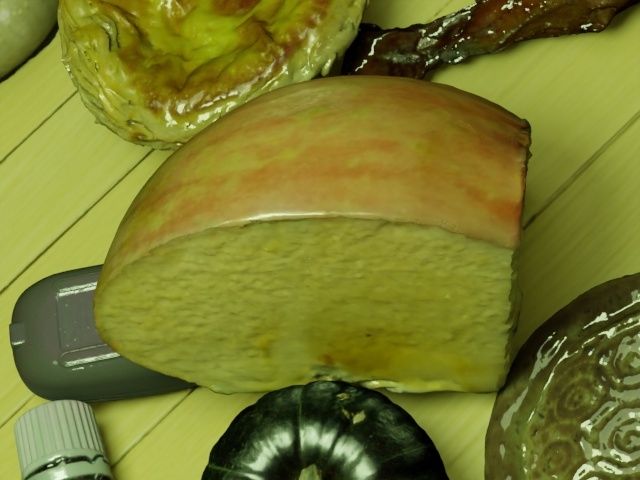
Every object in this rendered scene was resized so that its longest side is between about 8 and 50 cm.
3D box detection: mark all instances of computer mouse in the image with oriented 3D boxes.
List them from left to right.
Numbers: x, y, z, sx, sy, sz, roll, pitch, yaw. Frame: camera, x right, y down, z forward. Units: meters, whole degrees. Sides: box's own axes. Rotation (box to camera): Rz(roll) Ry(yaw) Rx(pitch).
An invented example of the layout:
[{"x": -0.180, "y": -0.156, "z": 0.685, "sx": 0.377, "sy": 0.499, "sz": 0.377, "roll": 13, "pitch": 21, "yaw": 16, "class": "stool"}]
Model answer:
[{"x": -0.134, "y": 0.065, "z": 1.538, "sx": 0.232, "sy": 0.057, "sz": 0.120, "roll": -13, "pitch": 61, "yaw": 3, "class": "computer mouse"}]

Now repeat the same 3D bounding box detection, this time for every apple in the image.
[{"x": 0.000, "y": 0.000, "z": 1.416, "sx": 0.309, "sy": 0.314, "sz": 0.252, "roll": 6, "pitch": 102, "yaw": 5, "class": "apple"}]

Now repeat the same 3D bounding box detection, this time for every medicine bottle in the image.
[{"x": -0.186, "y": 0.224, "z": 1.469, "sx": 0.083, "sy": 0.083, "sz": 0.203, "roll": -21, "pitch": 60, "yaw": 7, "class": "medicine bottle"}]

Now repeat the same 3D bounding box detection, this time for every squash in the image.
[{"x": 0.005, "y": 0.197, "z": 1.381, "sx": 0.193, "sy": 0.156, "sz": 0.193, "roll": 2, "pitch": 100, "yaw": 9, "class": "squash"}]

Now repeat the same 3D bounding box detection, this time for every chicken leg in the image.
[{"x": 0.147, "y": -0.188, "z": 1.557, "sx": 0.304, "sy": 0.093, "sz": 0.113, "roll": -27, "pitch": 72, "yaw": 9, "class": "chicken leg"}]

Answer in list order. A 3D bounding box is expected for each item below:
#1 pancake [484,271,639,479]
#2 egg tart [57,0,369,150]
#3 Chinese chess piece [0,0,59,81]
[{"x": 0.232, "y": 0.139, "z": 1.385, "sx": 0.250, "sy": 0.031, "sz": 0.250, "roll": -11, "pitch": 64, "yaw": 22, "class": "pancake"}, {"x": -0.083, "y": -0.194, "z": 1.612, "sx": 0.294, "sy": 0.116, "sz": 0.295, "roll": -9, "pitch": 61, "yaw": 17, "class": "egg tart"}, {"x": -0.349, "y": -0.252, "z": 1.731, "sx": 0.257, "sy": 0.104, "sz": 0.257, "roll": -7, "pitch": 63, "yaw": 15, "class": "Chinese chess piece"}]
